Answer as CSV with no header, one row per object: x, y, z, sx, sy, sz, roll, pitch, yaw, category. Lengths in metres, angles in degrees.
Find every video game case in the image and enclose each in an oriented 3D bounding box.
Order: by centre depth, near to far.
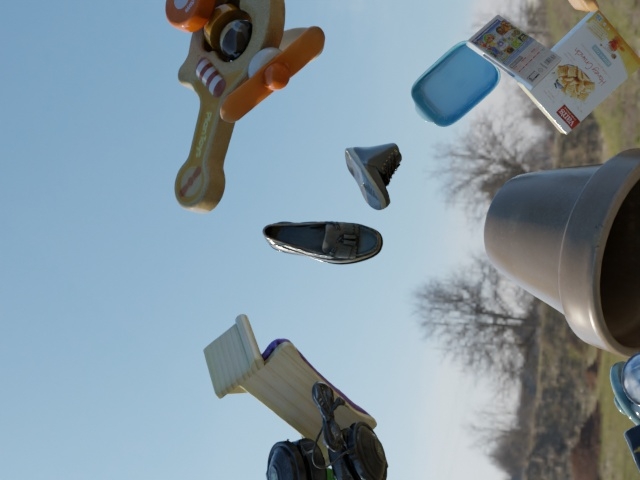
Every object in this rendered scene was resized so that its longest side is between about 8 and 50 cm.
0.291,-0.284,1.196,0.087,0.122,0.011,-43,-15,-29,video game case

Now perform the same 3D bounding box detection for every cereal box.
0.608,-0.393,1.867,0.173,0.240,0.047,44,-172,-12,cereal box

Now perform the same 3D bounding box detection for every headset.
0.008,0.409,1.547,0.394,0.243,0.185,95,161,-64,headset

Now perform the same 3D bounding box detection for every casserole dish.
0.259,-0.301,1.520,0.114,0.188,0.037,46,-147,-5,casserole dish

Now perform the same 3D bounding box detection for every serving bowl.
-0.033,-0.284,1.182,0.027,0.083,0.083,81,-158,-46,serving bowl

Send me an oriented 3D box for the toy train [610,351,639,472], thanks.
0.414,0.201,0.782,0.334,0.142,0.190,21,-136,-39,toy train

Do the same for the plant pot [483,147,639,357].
0.349,-0.004,1.061,0.263,0.229,0.263,-11,-71,-35,plant pot

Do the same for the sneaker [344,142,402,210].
0.140,-0.155,1.767,0.222,0.118,0.083,-114,12,-49,sneaker

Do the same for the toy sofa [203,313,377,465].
-0.055,0.303,1.622,0.362,0.177,0.150,46,-172,-34,toy sofa

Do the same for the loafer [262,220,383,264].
0.000,0.000,1.743,0.084,0.267,0.096,27,-112,-71,loafer

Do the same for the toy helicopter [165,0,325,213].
-0.129,-0.210,1.157,0.140,0.235,0.355,14,-90,-51,toy helicopter

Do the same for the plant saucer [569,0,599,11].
0.428,-0.486,1.405,0.200,0.037,0.200,42,-149,-32,plant saucer
